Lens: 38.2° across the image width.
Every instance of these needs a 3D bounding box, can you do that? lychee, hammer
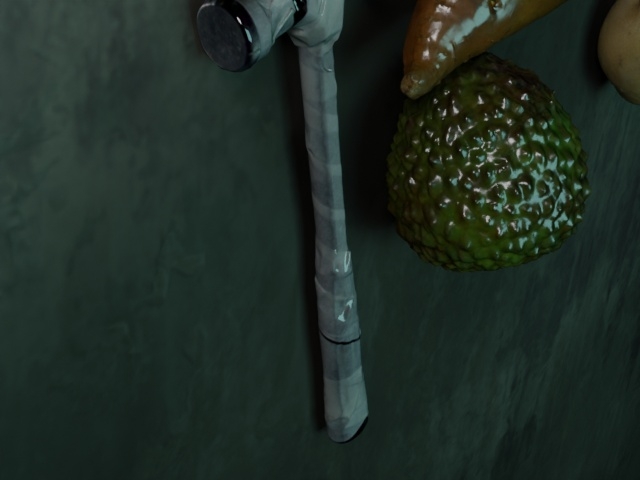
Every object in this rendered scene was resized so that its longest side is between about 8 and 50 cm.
[{"bbox_3d":[0.121,-0.058,0.695,0.171,0.171,0.171,-31,133,-40],"label":"lychee"},{"bbox_3d":[0.001,0.000,0.665,0.152,0.044,0.427,-37,138,-37],"label":"hammer"}]

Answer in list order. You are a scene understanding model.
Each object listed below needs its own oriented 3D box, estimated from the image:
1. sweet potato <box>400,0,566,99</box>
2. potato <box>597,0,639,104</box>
[{"bbox_3d":[0.154,-0.224,0.674,0.359,0.112,0.112,-52,144,-27],"label":"sweet potato"},{"bbox_3d":[0.340,-0.203,0.949,0.112,0.112,0.147,-48,150,-24],"label":"potato"}]
